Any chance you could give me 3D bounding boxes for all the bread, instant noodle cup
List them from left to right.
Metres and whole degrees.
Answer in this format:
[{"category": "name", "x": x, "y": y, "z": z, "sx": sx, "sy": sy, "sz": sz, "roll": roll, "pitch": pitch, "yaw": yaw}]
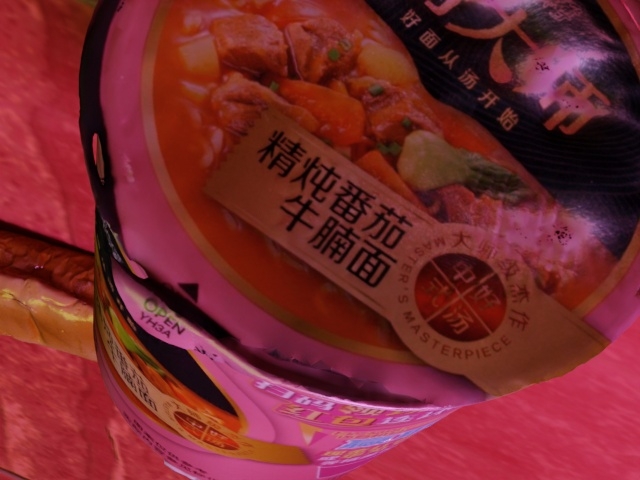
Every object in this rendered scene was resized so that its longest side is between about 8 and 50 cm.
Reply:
[{"category": "bread", "x": -0.172, "y": 0.037, "z": 1.182, "sx": 0.132, "sy": 0.053, "sz": 0.074, "roll": 19, "pitch": 151, "yaw": 10}, {"category": "instant noodle cup", "x": 0.000, "y": 0.000, "z": 0.790, "sx": 0.244, "sy": 0.244, "sz": 0.255, "roll": 27, "pitch": 153, "yaw": -2}]
